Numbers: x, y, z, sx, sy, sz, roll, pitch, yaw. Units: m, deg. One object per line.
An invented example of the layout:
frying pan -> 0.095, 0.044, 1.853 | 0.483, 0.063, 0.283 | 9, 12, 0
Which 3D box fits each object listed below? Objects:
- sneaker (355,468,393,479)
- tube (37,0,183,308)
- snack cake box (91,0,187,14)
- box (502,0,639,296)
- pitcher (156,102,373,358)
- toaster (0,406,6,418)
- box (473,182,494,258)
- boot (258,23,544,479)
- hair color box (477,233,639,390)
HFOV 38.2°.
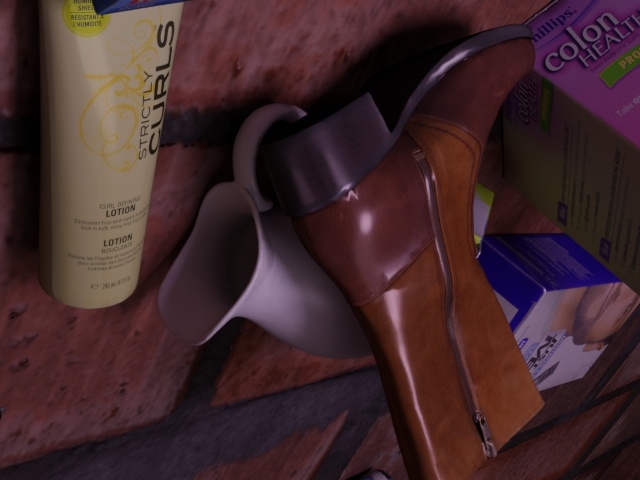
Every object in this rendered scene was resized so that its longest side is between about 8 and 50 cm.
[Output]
sneaker -> 0.026, 0.401, 1.258 | 0.081, 0.080, 0.211 | 1, 117, -44
tube -> -0.119, -0.070, 0.505 | 0.070, 0.062, 0.240 | -75, 180, -56
snack cake box -> 0.028, -0.185, 0.434 | 0.264, 0.152, 0.089 | -20, 99, -36
box -> 0.284, -0.072, 0.813 | 0.117, 0.243, 0.213 | -38, 149, -10
pitcher -> 0.000, 0.000, 0.691 | 0.207, 0.125, 0.177 | 11, 103, -44
toaster -> -0.251, 0.028, 0.366 | 0.227, 0.146, 0.129 | -1, 130, -50
box -> 0.106, 0.013, 0.824 | 0.109, 0.042, 0.178 | -59, 177, 22
boot -> 0.112, 0.006, 0.660 | 0.096, 0.280, 0.264 | -12, -161, 45
hair color box -> 0.266, 0.093, 1.137 | 0.339, 0.110, 0.185 | -3, 129, -52
